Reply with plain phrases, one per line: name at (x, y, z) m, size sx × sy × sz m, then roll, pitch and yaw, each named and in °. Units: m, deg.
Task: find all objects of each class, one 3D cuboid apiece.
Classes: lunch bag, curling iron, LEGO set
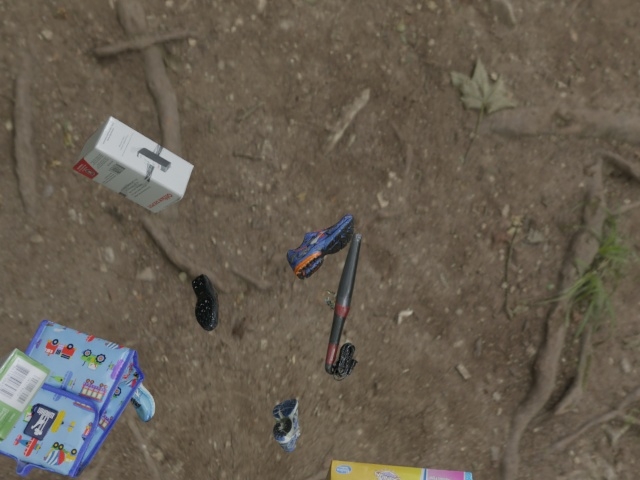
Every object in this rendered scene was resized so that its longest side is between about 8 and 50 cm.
lunch bag at (-0.539, 0.345, 1.299) m, size 0.221 × 0.138 × 0.293 m, roll 16°, pitch 53°, yaw 7°
curling iron at (0.047, 0.122, 1.169) m, size 0.068 × 0.035 × 0.274 m, roll 8°, pitch 87°, yaw -49°
LEGO set at (0.032, 0.167, 1.690) m, size 0.054 × 0.023 × 0.083 m, roll 27°, pitch 23°, yaw -8°

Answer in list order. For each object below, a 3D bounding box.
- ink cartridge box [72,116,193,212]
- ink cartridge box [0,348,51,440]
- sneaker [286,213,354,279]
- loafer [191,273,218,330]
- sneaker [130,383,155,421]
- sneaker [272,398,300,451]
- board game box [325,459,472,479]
ink cartridge box at (-0.533, -0.208, 1.801) m, size 0.273 × 0.197 × 0.114 m, roll 32°, pitch 60°, yaw -29°
ink cartridge box at (-0.480, 0.234, 0.927) m, size 0.062 × 0.209 × 0.109 m, roll 40°, pitch 53°, yaw -20°
sneaker at (0.000, 0.000, 1.643) m, size 0.221 × 0.083 × 0.087 m, roll -39°, pitch 62°, yaw -14°
loafer at (-0.338, 0.192, 1.903) m, size 0.076 × 0.078 × 0.223 m, roll -32°, pitch 40°, yaw 7°
sneaker at (-0.500, 0.411, 1.665) m, size 0.162 × 0.063 × 0.073 m, roll 58°, pitch 27°, yaw 9°
sneaker at (-0.067, 0.374, 1.271) m, size 0.052 × 0.135 × 0.058 m, roll -15°, pitch 110°, yaw 11°
board game box at (0.166, 0.596, 1.456) m, size 0.316 × 0.242 × 0.064 m, roll 5°, pitch 50°, yaw -2°
